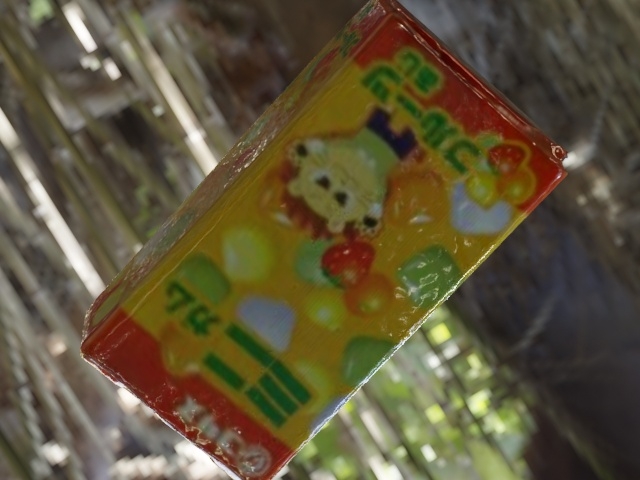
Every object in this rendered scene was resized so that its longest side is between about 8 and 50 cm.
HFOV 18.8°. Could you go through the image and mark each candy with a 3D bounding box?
[{"bbox_3d":[0.000,0.000,0.501,0.122,0.062,0.038,-47,-166,11],"label":"candy"}]
